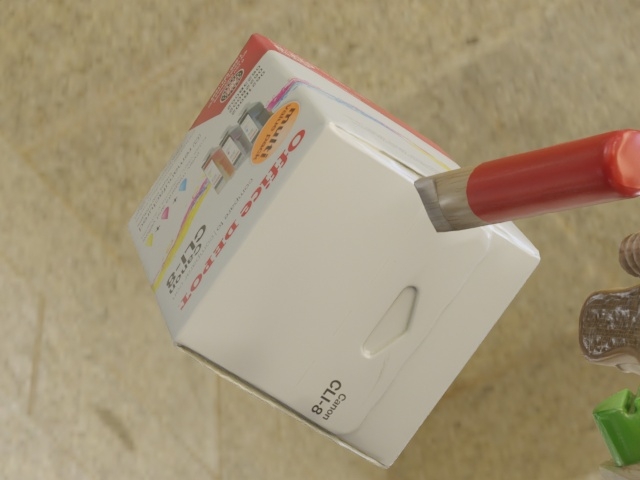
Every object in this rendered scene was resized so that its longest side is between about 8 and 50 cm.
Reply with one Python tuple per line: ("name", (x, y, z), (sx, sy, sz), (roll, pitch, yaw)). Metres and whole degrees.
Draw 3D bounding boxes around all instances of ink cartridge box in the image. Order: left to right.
("ink cartridge box", (0.000, 0.000, 0.931), (0.127, 0.176, 0.128), (31, -81, -21))

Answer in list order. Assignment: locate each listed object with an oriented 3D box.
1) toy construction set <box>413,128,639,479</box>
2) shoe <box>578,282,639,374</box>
("toy construction set", (0.159, 0.062, 0.780), (0.309, 0.257, 0.237), (43, -22, -18))
("shoe", (0.241, 0.061, 1.298), (0.058, 0.219, 0.076), (9, -91, -14))
